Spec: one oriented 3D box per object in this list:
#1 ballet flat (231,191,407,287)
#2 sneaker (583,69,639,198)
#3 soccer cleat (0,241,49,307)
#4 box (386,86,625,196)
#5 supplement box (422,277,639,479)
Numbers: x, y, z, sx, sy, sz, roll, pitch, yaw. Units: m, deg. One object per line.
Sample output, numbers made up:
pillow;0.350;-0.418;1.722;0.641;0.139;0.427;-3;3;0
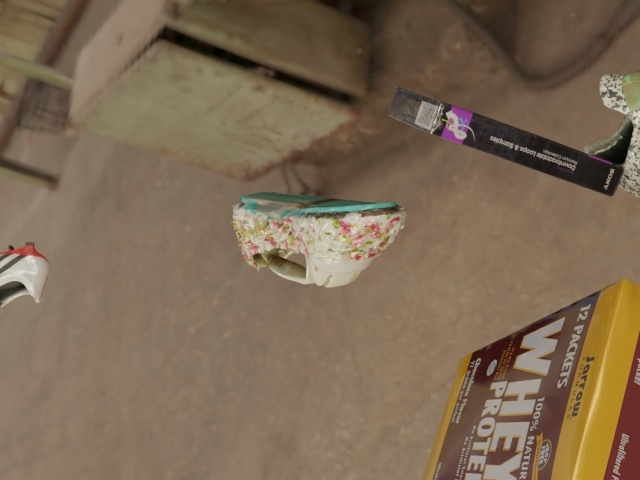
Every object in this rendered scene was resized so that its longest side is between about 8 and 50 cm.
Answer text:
ballet flat;0.000;0.000;1.005;0.241;0.091;0.077;8;103;63
sneaker;0.419;-0.164;1.364;0.410;0.182;0.158;106;177;-53
soccer cleat;-0.189;0.024;0.648;0.029;0.083;0.036;74;-170;-58
box;0.144;-0.079;0.939;0.116;0.162;0.029;-136;64;-71
supplement box;0.189;0.143;0.705;0.194;0.191;0.129;-41;25;62
